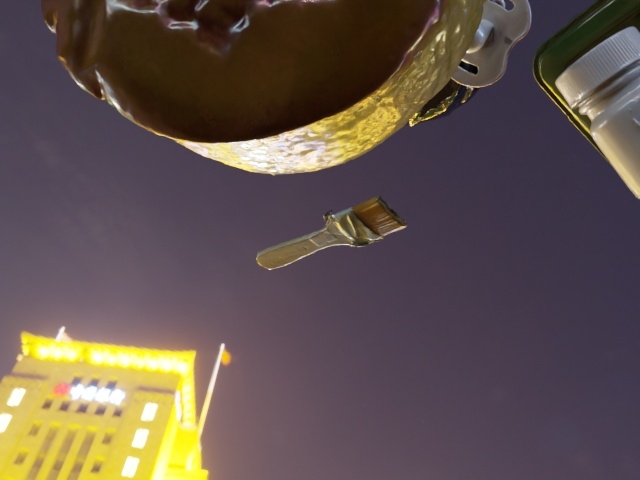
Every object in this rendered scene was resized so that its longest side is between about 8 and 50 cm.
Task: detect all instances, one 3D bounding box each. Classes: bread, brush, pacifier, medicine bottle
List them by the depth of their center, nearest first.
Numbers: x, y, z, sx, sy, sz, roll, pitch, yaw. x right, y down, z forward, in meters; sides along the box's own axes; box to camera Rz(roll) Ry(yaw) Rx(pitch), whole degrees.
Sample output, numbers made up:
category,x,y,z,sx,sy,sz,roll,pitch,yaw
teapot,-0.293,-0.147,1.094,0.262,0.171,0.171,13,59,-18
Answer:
category,x,y,z,sx,sy,sz,roll,pitch,yaw
bread,-0.025,-0.170,0.429,0.270,0.269,0.148,-15,-18,16
pacifier,0.137,-0.186,0.656,0.082,0.078,0.099,34,-58,15
medicine bottle,0.348,-0.137,0.804,0.105,0.105,0.168,-37,-98,27
brush,0.000,0.000,1.241,0.085,0.020,0.337,42,-39,-24

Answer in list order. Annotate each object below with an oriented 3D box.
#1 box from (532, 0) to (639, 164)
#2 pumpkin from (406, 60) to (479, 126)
category,x,y,z,sx,sy,sz,roll,pitch,yaw
box,0.507,-0.240,1.068,0.328,0.177,0.253,46,-49,-9
pumpkin,0.065,-0.272,0.839,0.296,0.295,0.295,3,-54,4
